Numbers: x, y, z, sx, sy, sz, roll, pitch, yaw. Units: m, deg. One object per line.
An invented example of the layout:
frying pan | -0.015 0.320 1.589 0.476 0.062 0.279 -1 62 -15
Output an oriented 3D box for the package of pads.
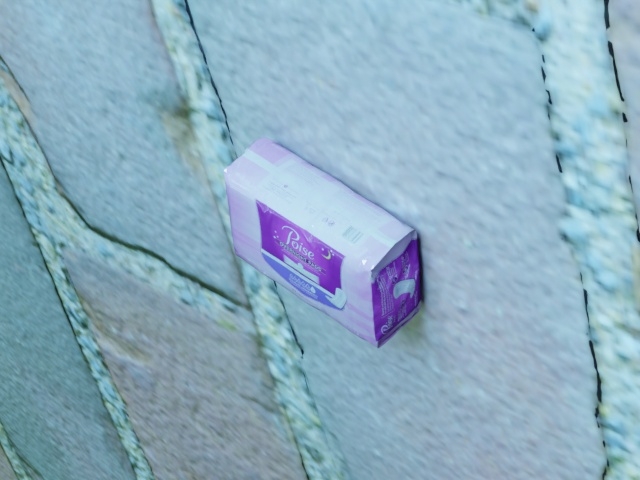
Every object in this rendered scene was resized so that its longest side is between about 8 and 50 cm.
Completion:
package of pads | 0.000 0.000 0.609 0.083 0.032 0.050 33 148 31
